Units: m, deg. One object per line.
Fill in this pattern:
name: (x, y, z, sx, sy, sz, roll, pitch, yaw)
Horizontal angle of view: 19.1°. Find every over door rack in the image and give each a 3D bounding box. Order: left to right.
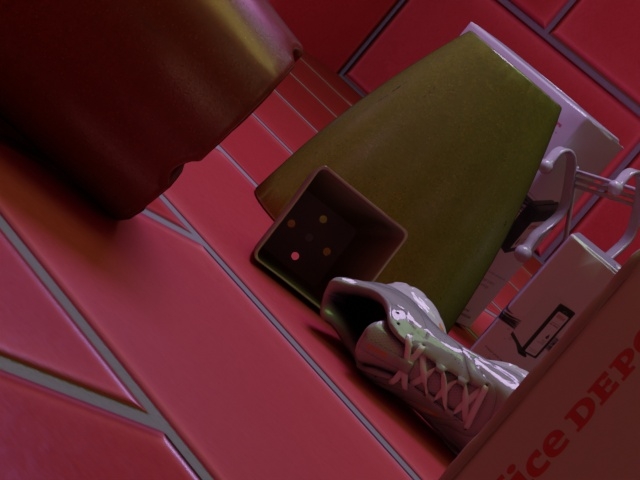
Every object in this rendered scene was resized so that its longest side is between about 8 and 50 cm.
over door rack: (0.346, 0.074, 2.234, 0.108, 0.324, 0.239, -20, 29, -37)

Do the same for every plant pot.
plant pot: (-0.173, -0.175, 1.473, 0.265, 0.272, 0.272, 48, 6, -9)
plant pot: (0.000, 0.000, 1.816, 0.109, 0.109, 0.096, 38, -4, -13)
plant pot: (0.124, -0.081, 2.132, 0.275, 0.293, 0.275, 39, 8, -7)

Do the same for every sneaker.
sneaker: (0.092, 0.118, 1.659, 0.262, 0.099, 0.121, 37, 11, 39)

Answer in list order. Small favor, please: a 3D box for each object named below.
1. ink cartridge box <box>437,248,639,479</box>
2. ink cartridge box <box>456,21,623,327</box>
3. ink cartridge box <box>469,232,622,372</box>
ink cartridge box: (0.271, 0.223, 1.157, 0.160, 0.279, 0.385, 33, 11, -47)
ink cartridge box: (0.188, -0.083, 2.396, 0.223, 0.307, 0.129, 44, 9, 31)
ink cartridge box: (0.237, 0.091, 2.036, 0.086, 0.203, 0.148, 41, 7, 7)
